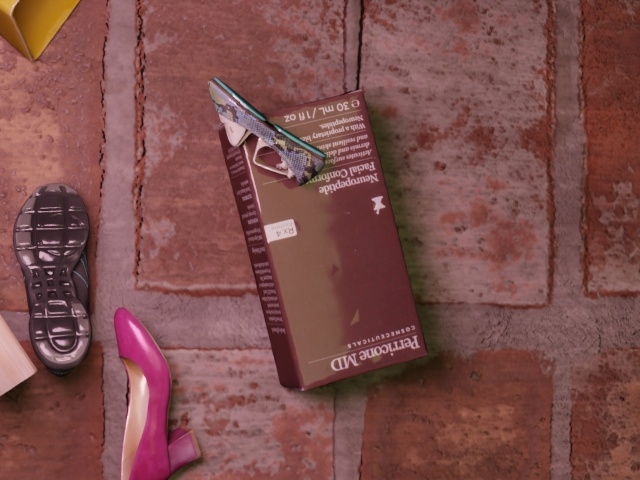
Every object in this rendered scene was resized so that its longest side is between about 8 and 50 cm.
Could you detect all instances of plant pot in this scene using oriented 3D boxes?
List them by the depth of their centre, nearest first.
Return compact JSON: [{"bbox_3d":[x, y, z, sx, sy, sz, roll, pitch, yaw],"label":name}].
[{"bbox_3d":[-0.404,-0.394,1.796,0.187,0.212,0.212,33,80,3],"label":"plant pot"}]

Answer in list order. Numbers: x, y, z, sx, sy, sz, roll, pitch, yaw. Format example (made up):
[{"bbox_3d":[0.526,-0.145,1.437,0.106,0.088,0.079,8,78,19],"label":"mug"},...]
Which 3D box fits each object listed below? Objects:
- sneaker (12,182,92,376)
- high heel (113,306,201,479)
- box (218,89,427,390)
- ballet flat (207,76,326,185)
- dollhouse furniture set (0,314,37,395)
[{"bbox_3d":[-0.357,0.054,1.837,0.101,0.106,0.267,-1,67,-10],"label":"sneaker"},{"bbox_3d":[-0.256,0.217,1.859,0.117,0.082,0.244,-26,107,-24],"label":"high heel"},{"bbox_3d":[0.000,0.000,1.907,0.191,0.143,0.381,-15,93,-14],"label":"box"},{"bbox_3d":[-0.081,-0.136,1.794,0.188,0.070,0.070,35,79,-6],"label":"ballet flat"},{"bbox_3d":[-0.565,0.196,1.688,0.394,0.256,0.362,-34,96,-14],"label":"dollhouse furniture set"}]
